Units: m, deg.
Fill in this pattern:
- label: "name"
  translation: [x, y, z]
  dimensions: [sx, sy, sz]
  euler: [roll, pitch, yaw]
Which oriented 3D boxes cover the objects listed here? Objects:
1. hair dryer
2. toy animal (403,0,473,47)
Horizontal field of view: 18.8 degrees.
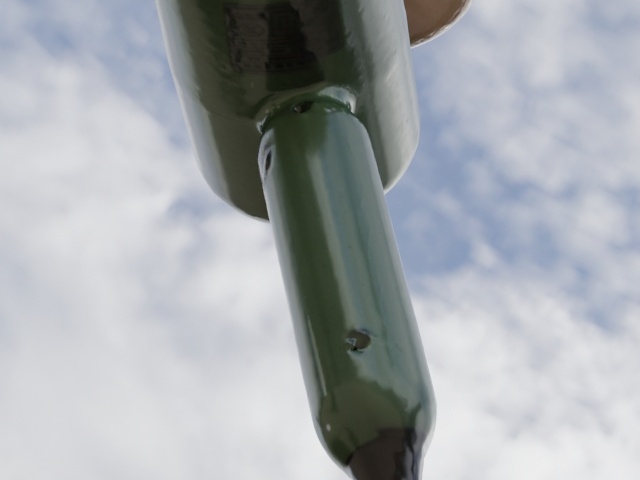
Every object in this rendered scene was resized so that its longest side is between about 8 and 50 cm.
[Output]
- label: "hair dryer"
  translation: [0.000, 0.000, 0.339]
  dimensions: [0.047, 0.150, 0.071]
  euler: [-12, -38, 2]
- label: "toy animal"
  translation: [0.019, -0.131, 0.988]
  dimensions: [0.114, 0.082, 0.091]
  euler: [-46, -59, 2]
